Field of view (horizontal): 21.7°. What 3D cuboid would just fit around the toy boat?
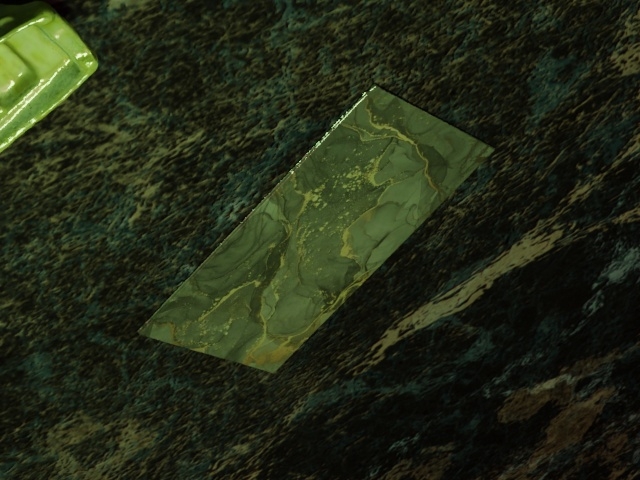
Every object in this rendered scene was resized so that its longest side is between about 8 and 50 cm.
[{"bbox_3d":[-0.309,-0.092,1.305,0.276,0.084,0.111,-40,145,2],"label":"toy boat"}]

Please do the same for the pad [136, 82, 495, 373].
[{"bbox_3d":[0.000,0.000,1.769,0.367,0.007,0.247,-45,146,17],"label":"pad"}]
